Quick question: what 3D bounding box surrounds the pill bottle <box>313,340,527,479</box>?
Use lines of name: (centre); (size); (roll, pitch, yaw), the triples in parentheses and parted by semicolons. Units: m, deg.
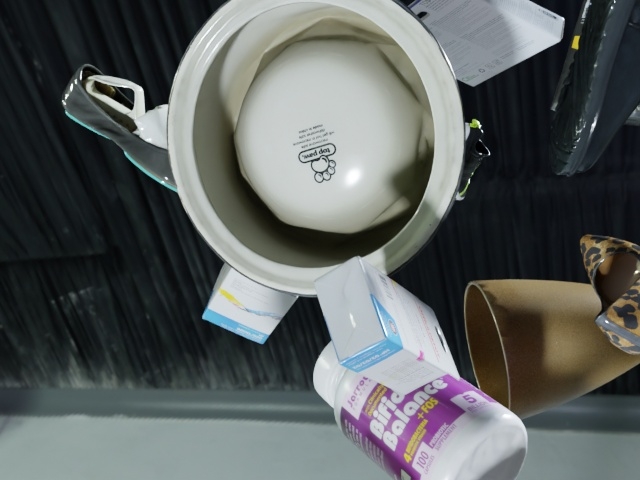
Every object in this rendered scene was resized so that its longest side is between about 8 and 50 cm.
pill bottle: (0.126, 0.246, 1.090); (0.169, 0.169, 0.301); (-30, 37, -25)

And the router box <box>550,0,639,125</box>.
router box: (0.553, -0.316, 1.288); (0.081, 0.242, 0.309); (12, 7, -30)

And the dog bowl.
dog bowl: (0.005, -0.138, 1.032); (0.408, 0.407, 0.150); (-1, 9, 22)

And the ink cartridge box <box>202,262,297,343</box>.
ink cartridge box: (-0.148, 0.097, 1.826); (0.168, 0.232, 0.171); (26, 48, -9)

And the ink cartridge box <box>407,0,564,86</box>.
ink cartridge box: (0.220, -0.332, 1.206); (0.224, 0.045, 0.223); (17, -15, -23)

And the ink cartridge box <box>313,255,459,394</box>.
ink cartridge box: (0.076, 0.101, 0.842); (0.062, 0.181, 0.104); (-32, 53, 20)

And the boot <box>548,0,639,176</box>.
boot: (0.386, -0.173, 0.855); (0.207, 0.246, 0.094); (10, 19, -5)

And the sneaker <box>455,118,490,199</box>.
sneaker: (0.340, -0.178, 1.762); (0.097, 0.234, 0.084); (-4, 52, 10)

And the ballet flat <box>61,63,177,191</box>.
ballet flat: (-0.267, -0.169, 1.126); (0.280, 0.096, 0.095); (33, 30, 12)

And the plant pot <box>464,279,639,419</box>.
plant pot: (0.391, 0.164, 1.261); (0.254, 0.237, 0.237); (-9, 30, -3)

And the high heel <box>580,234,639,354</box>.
high heel: (0.377, 0.051, 1.009); (0.186, 0.093, 0.261); (15, 28, -30)
